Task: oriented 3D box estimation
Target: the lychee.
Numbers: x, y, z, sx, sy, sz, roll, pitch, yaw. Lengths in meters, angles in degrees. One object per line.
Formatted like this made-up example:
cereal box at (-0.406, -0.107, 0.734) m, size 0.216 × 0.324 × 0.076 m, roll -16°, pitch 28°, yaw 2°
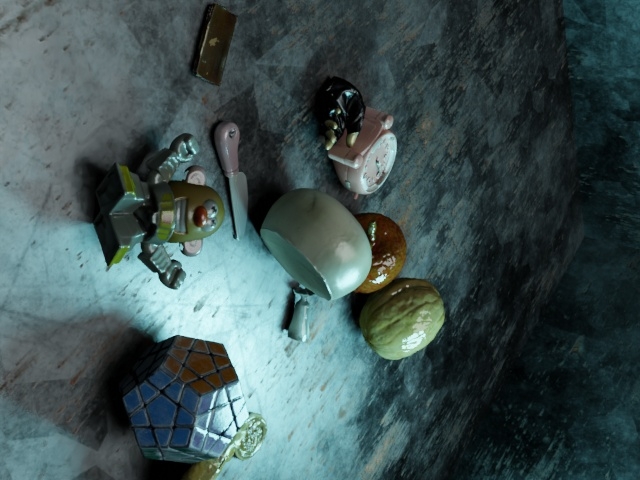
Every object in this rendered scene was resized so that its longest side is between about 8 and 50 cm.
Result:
lychee at (0.153, 0.036, 2.150) m, size 0.255 × 0.255 × 0.300 m, roll -55°, pitch 178°, yaw -23°

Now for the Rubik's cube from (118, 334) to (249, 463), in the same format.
Rubik's cube at (-0.329, 0.383, 1.652) m, size 0.264 × 0.318 × 0.319 m, roll 8°, pitch 97°, yaw -79°

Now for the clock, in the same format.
clock at (0.132, -0.257, 2.120) m, size 0.227 × 0.142 × 0.241 m, roll -53°, pitch 148°, yaw -20°

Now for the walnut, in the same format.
walnut at (0.284, 0.261, 2.373) m, size 0.313 × 0.252 × 0.277 m, roll -33°, pitch 175°, yaw -15°

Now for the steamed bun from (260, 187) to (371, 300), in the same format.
steamed bun at (0.000, 0.000, 1.877) m, size 0.206 × 0.324 × 0.324 m, roll -45°, pitch 136°, yaw -17°

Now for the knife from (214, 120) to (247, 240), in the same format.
knife at (-0.223, -0.154, 1.787) m, size 0.081 × 0.043 × 0.336 m, roll -43°, pitch 140°, yaw -43°

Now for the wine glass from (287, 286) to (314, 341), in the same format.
wine glass at (-0.058, 0.225, 2.102) m, size 0.072 × 0.072 × 0.156 m, roll -6°, pitch 108°, yaw -51°

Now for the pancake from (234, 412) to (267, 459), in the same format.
pancake at (-0.215, 0.594, 2.076) m, size 0.151 × 0.025 × 0.152 m, roll -26°, pitch 124°, yaw -45°

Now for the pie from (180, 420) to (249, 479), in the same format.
pie at (-0.298, 0.601, 1.815) m, size 0.339 × 0.083 × 0.339 m, roll -52°, pitch 173°, yaw -9°

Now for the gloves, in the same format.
gloves at (0.049, -0.351, 1.974) m, size 0.164 × 0.124 × 0.203 m, roll 37°, pitch 75°, yaw -19°

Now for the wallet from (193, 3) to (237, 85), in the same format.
wallet at (-0.250, -0.465, 1.630) m, size 0.095 × 0.026 × 0.176 m, roll 10°, pitch 96°, yaw -59°

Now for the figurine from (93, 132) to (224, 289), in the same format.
figurine at (-0.346, -0.064, 1.535) m, size 0.284 × 0.167 × 0.343 m, roll -1°, pitch 125°, yaw -44°
